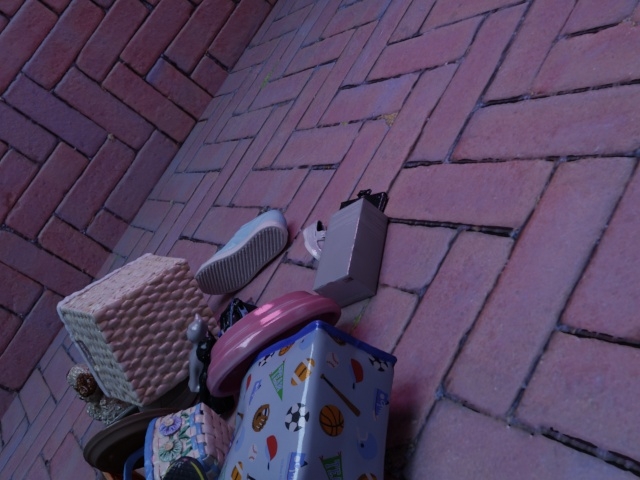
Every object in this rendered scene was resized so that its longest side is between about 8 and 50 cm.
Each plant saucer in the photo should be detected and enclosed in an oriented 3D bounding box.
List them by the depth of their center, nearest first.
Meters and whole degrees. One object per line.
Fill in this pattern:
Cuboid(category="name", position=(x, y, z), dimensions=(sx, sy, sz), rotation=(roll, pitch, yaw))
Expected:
Cuboid(category="plant saucer", position=(-0.110, 0.215, 1.424), dimensions=(0.332, 0.332, 0.084), rotation=(-43, 70, 19))
Cuboid(category="plant saucer", position=(-0.462, 0.520, 1.679), dimensions=(0.278, 0.278, 0.041), rotation=(-43, 54, 19))

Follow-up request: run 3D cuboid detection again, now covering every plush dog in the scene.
Cuboid(category="plush dog", position=(-0.718, 0.476, 2.141), dimensions=(0.262, 0.225, 0.211), rotation=(-5, 54, 55))

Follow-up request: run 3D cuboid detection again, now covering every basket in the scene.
Cuboid(category="basket", position=(-0.346, 0.532, 1.527), dimensions=(0.289, 0.201, 0.255), rotation=(-38, 30, 7))
Cuboid(category="basket", position=(-0.503, 0.247, 1.861), dimensions=(0.331, 0.328, 0.266), rotation=(-33, 18, -32))

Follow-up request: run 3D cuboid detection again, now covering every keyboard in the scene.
Cuboid(category="keyboard", position=(0.109, -0.090, 1.735), dimensions=(0.180, 0.023, 0.108), rotation=(-10, 56, 52))

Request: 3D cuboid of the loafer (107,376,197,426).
Cuboid(category="loafer", position=(-0.476, 0.477, 1.875), dimensions=(0.319, 0.111, 0.112), rotation=(-41, 31, 10))

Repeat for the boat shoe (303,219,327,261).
Cuboid(category="boat shoe", position=(0.000, 0.000, 1.765), dimensions=(0.063, 0.066, 0.184), rotation=(-47, 18, 14))

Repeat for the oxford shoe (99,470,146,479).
Cuboid(category="oxford shoe", position=(-0.529, 0.691, 1.718), dimensions=(0.363, 0.130, 0.133), rotation=(15, 77, 61))

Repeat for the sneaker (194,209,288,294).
Cuboid(category="sneaker", position=(-0.239, 0.037, 2.032), dimensions=(0.366, 0.135, 0.150), rotation=(-32, 26, 19))

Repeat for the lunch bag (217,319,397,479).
Cuboid(category="lunch bag", position=(-0.053, 0.378, 1.210), dimensions=(0.385, 0.239, 0.328), rotation=(-33, 35, 42))

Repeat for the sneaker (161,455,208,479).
Cuboid(category="sneaker", position=(-0.252, 0.542, 1.329), dimensions=(0.111, 0.300, 0.121), rotation=(-1, 29, 5))

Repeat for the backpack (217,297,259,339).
Cuboid(category="backpack", position=(-0.179, 0.254, 1.655), dimensions=(0.117, 0.158, 0.173), rotation=(-43, 40, 36))

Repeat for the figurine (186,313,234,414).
Cuboid(category="figurine", position=(-0.298, 0.313, 1.708), dimensions=(0.215, 0.092, 0.209), rotation=(-146, 50, -63))

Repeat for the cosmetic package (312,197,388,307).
Cuboid(category="cosmetic package", position=(0.074, 0.030, 1.568), dimensions=(0.127, 0.107, 0.238), rotation=(-25, 42, 43))
